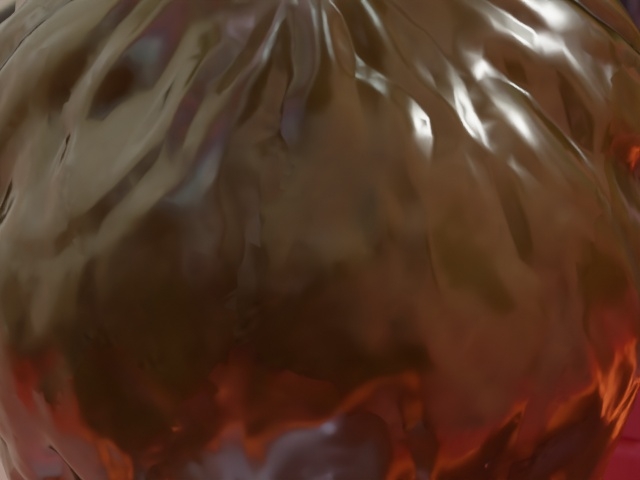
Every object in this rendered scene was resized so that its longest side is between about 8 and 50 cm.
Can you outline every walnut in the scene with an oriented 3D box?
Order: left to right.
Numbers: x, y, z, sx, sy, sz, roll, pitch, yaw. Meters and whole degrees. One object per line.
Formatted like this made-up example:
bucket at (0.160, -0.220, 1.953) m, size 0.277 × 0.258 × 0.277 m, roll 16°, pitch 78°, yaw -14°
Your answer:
walnut at (0.000, 0.000, 0.672) m, size 0.398 × 0.308 × 0.354 m, roll 92°, pitch -13°, yaw -59°
